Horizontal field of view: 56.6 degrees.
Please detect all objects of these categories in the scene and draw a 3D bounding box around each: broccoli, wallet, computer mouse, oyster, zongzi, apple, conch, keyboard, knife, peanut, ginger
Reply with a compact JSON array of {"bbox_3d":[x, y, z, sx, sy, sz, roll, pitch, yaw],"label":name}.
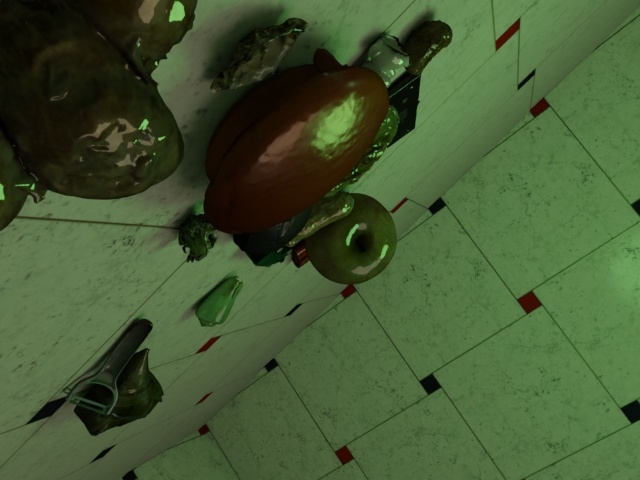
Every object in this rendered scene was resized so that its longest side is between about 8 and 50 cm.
[{"bbox_3d":[-0.219,-0.006,1.090,0.097,0.092,0.095,-23,153,0],"label":"broccoli"},{"bbox_3d":[0.000,0.000,1.845,0.204,0.045,0.142,-38,167,-14],"label":"wallet"},{"bbox_3d":[-0.100,-0.034,1.258,0.138,0.086,0.269,-13,159,-32],"label":"computer mouse"},{"bbox_3d":[-0.078,-0.247,0.774,0.148,0.051,0.103,-34,-177,-26],"label":"oyster"},{"bbox_3d":[-0.460,0.359,1.538,0.274,0.125,0.251,-50,165,11],"label":"zongzi"},{"bbox_3d":[0.077,-0.008,1.632,0.257,0.256,0.234,-40,-162,-5],"label":"apple"},{"bbox_3d":[-0.260,0.161,1.576,0.170,0.079,0.106,-49,-178,5],"label":"conch"},{"bbox_3d":[0.192,-0.309,1.418,0.106,0.027,0.317,-37,167,-2],"label":"keyboard"},{"bbox_3d":[-0.474,0.274,1.365,0.123,0.053,0.278,29,106,-31],"label":"knife"},{"bbox_3d":[-0.018,-0.061,1.464,0.214,0.099,0.099,-35,167,-6],"label":"peanut"},{"bbox_3d":[-0.258,-0.109,0.480,0.375,0.176,0.256,-34,148,-21],"label":"ginger"}]

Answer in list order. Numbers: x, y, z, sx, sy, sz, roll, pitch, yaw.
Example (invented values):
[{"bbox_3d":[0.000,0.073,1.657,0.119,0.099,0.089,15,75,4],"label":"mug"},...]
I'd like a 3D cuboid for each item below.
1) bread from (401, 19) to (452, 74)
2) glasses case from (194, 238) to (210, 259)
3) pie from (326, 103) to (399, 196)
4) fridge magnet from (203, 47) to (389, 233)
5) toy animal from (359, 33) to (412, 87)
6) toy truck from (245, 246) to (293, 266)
[{"bbox_3d":[0.200,-0.376,1.137,0.113,0.060,0.082,-44,168,2],"label":"bread"},{"bbox_3d":[-0.243,0.015,1.236,0.032,0.021,0.083,-34,166,-38],"label":"glasses case"},{"bbox_3d":[0.058,-0.190,1.295,0.306,0.071,0.306,-35,168,-8],"label":"pie"},{"bbox_3d":[-0.042,-0.146,0.972,0.364,0.155,0.363,-38,166,-11],"label":"fridge magnet"},{"bbox_3d":[0.099,-0.302,1.066,0.085,0.071,0.124,-26,160,-52],"label":"toy animal"},{"bbox_3d":[-0.127,0.022,1.503,0.079,0.065,0.147,-41,167,10],"label":"toy truck"}]
